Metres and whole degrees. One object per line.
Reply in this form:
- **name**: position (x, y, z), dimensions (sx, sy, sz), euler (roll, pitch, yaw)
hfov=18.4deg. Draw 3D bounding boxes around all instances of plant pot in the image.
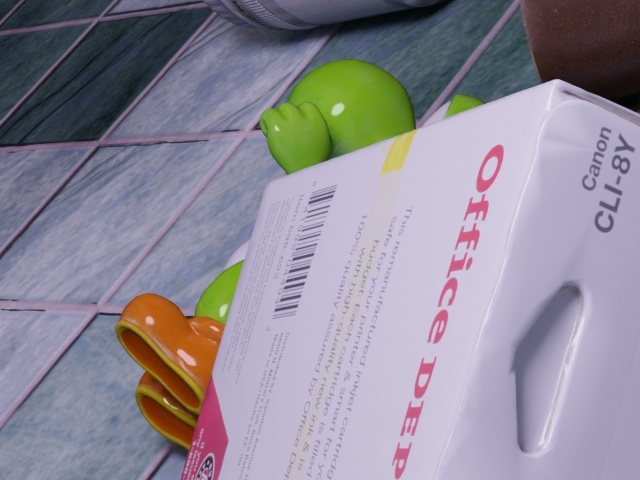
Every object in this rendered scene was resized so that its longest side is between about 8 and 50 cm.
- **plant pot**: position (0.295, -0.220, 1.567), dimensions (0.230, 0.215, 0.215), euler (-4, 38, 22)

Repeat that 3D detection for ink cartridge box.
- **ink cartridge box**: position (0.068, 0.094, 1.100), dimensions (0.384, 0.160, 0.279), euler (-14, 57, 68)

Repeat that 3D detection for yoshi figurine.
- **yoshi figurine**: position (-0.020, -0.011, 1.570), dimensions (0.362, 0.203, 0.203), euler (-44, 22, -23)

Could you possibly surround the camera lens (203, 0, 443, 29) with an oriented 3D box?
- **camera lens**: position (0.015, -0.332, 1.999), dimensions (0.274, 0.219, 0.219), euler (-5, 40, 44)
